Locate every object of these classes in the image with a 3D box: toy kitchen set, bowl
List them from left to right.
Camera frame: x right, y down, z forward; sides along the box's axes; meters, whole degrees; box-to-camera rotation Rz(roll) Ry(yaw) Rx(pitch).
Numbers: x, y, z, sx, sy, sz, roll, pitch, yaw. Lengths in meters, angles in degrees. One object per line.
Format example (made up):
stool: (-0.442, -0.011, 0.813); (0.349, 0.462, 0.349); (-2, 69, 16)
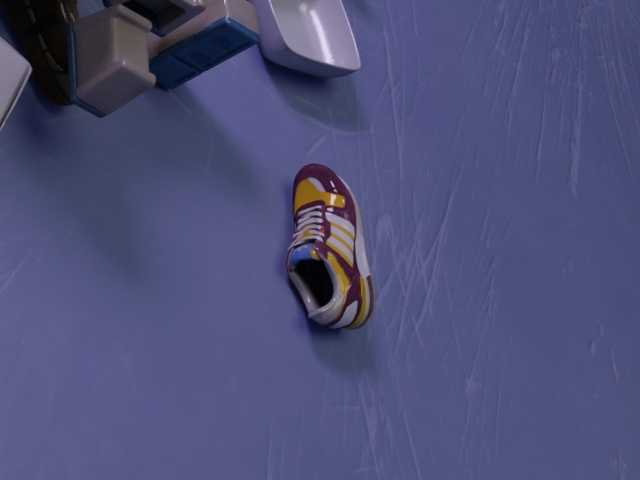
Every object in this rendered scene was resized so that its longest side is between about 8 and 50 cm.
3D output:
toy kitchen set: (-0.160, -0.163, 1.307); (0.207, 0.122, 0.166); (25, 50, -49)
bowl: (-0.027, -0.248, 1.615); (0.142, 0.053, 0.142); (7, 59, -48)

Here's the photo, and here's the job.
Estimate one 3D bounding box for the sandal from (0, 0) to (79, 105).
sandal: (-0.248, -0.209, 1.302); (0.049, 0.072, 0.180); (-7, 79, -75)

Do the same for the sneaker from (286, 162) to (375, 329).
sneaker: (0.000, 0.000, 1.446); (0.084, 0.069, 0.186); (13, 53, -53)

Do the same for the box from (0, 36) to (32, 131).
box: (-0.318, -0.055, 0.909); (0.113, 0.275, 0.094); (40, 40, -25)
